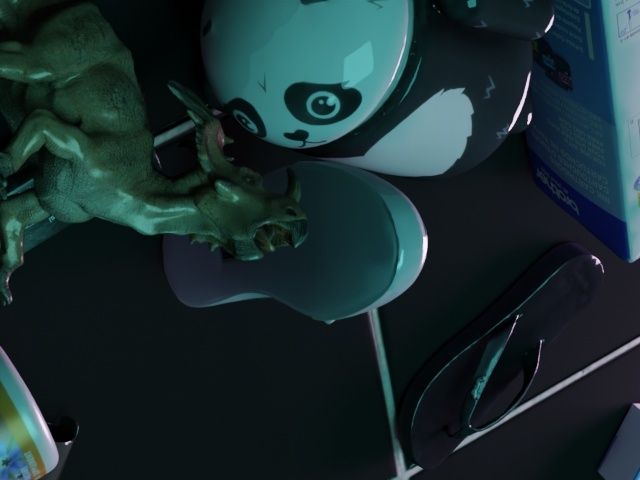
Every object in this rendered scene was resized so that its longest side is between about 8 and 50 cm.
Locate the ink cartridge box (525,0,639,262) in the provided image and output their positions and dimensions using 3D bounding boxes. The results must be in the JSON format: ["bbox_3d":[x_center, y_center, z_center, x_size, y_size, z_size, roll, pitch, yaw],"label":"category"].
[{"bbox_3d":[0.302,-0.168,1.551,0.270,0.151,0.395,-30,133,-15],"label":"ink cartridge box"}]

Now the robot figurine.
[{"bbox_3d":[0.041,-0.132,1.351,0.278,0.173,0.209,11,118,-50],"label":"robot figurine"}]

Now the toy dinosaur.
[{"bbox_3d":[-0.153,-0.090,1.251,0.200,0.127,0.295,-27,90,-26],"label":"toy dinosaur"}]

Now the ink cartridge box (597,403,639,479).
[{"bbox_3d":[0.360,0.218,1.961,0.122,0.052,0.088,6,118,-38],"label":"ink cartridge box"}]

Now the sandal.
[{"bbox_3d":[0.165,0.110,1.728,0.254,0.054,0.097,-49,137,5],"label":"sandal"}]

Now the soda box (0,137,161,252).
[{"bbox_3d":[-0.201,-0.039,1.338,0.169,0.053,0.060,-32,136,-13],"label":"soda box"}]

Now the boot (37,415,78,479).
[{"bbox_3d":[-0.283,0.199,1.454,0.198,0.077,0.137,-4,120,-51],"label":"boot"}]

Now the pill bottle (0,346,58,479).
[{"bbox_3d":[-0.308,0.164,1.363,0.216,0.121,0.121,-30,135,-15],"label":"pill bottle"}]

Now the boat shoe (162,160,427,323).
[{"bbox_3d":[0.000,0.004,1.364,0.105,0.306,0.113,-6,85,-32],"label":"boat shoe"}]
